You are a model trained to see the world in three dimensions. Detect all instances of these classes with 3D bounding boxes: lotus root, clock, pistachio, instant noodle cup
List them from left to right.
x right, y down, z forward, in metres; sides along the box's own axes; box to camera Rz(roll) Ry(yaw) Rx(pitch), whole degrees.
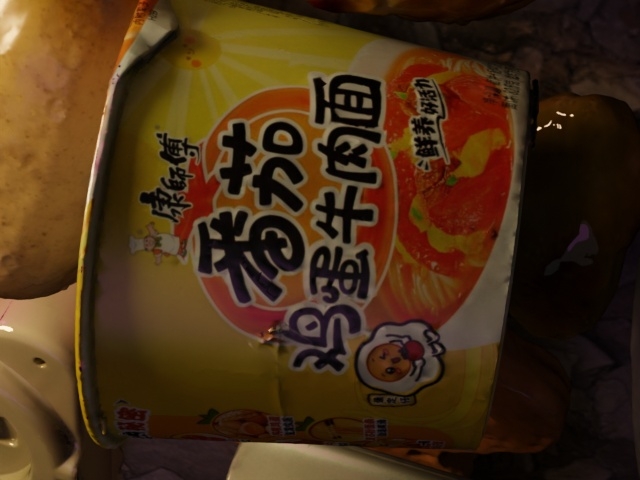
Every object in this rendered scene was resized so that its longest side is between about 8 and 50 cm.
[{"bbox_3d":[-0.319,0.113,1.135,0.309,0.114,0.284,17,137,8],"label":"clock"},{"bbox_3d":[-0.158,-0.095,0.830,0.151,0.169,0.343,23,135,-10],"label":"lotus root"},{"bbox_3d":[0.000,0.000,0.726,0.200,0.264,0.264,9,135,4],"label":"instant noodle cup"},{"bbox_3d":[0.139,-0.008,0.850,0.110,0.100,0.189,16,136,6],"label":"pistachio"}]

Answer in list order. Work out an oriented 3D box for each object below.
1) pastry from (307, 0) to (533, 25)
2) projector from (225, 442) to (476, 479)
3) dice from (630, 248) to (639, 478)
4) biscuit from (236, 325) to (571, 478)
[{"bbox_3d":[0.041,-0.197,0.661,0.237,0.170,0.256,44,136,-18],"label":"pastry"},{"bbox_3d":[0.046,0.281,0.940,0.249,0.249,0.248,15,170,10],"label":"projector"},{"bbox_3d":[0.290,0.072,0.806,0.193,0.194,0.192,0,133,22],"label":"dice"},{"bbox_3d":[0.000,0.087,0.995,0.351,0.057,0.312,19,150,5],"label":"biscuit"}]
